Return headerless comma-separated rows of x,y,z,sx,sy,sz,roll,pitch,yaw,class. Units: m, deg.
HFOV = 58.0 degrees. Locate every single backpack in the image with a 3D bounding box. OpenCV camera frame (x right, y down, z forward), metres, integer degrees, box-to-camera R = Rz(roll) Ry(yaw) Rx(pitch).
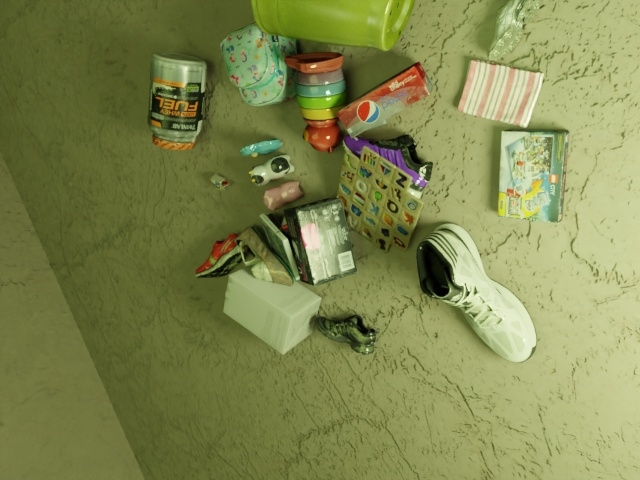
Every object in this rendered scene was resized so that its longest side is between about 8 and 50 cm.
-0.181,-0.555,1.827,0.225,0.191,0.253,-6,105,35,backpack

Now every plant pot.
0.061,-0.674,1.540,0.353,0.366,0.366,26,118,14,plant pot

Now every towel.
0.467,-0.386,1.512,0.197,0.029,0.144,23,117,28,towel

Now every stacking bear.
0.000,-0.411,1.756,0.175,0.164,0.288,-134,34,-56,stacking bear

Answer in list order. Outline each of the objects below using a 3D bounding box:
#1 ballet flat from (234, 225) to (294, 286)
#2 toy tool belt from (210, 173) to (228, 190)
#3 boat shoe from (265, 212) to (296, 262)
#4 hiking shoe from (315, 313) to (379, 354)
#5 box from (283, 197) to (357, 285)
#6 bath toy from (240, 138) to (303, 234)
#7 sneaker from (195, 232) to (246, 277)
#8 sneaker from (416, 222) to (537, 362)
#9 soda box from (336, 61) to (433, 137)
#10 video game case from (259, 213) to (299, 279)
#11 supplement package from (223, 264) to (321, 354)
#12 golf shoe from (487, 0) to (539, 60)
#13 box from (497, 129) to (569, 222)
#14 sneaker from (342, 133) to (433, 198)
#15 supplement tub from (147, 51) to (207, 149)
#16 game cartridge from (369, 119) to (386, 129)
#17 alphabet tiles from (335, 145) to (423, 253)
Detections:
-0.207,0.074,2.024,0.316,0.106,0.107,46,158,40,ballet flat
-0.370,-0.210,2.146,0.083,0.052,0.051,31,151,28,toy tool belt
-0.118,-0.005,2.015,0.227,0.069,0.081,57,164,11,boat shoe
0.093,0.292,1.957,0.227,0.086,0.114,23,103,22,hiking shoe
0.000,0.000,1.850,0.142,0.164,0.247,-169,65,-69,box
-0.146,-0.166,1.947,0.151,0.129,0.348,-25,89,37,bath toy
-0.385,0.061,2.220,0.279,0.107,0.118,-33,66,34,sneaker
0.400,0.175,1.583,0.169,0.258,0.447,-40,80,36,sneaker
0.182,-0.398,1.640,0.263,0.083,0.092,-25,105,28,soda box
-0.137,0.022,1.947,0.173,0.022,0.190,45,158,43,video game case
-0.175,0.227,2.048,0.293,0.175,0.177,31,126,24,supplement package
0.469,-0.542,1.455,0.086,0.069,0.176,55,126,34,golf shoe
0.552,-0.169,1.507,0.159,0.044,0.232,9,109,33,box
0.208,-0.259,1.698,0.293,0.102,0.146,37,115,17,sneaker
-0.515,-0.497,2.065,0.194,0.194,0.315,23,117,28,supplement tub
0.156,-0.367,1.744,0.083,0.017,0.055,-15,91,37,game cartridge
0.167,-0.114,1.731,0.285,0.011,0.342,37,146,20,alphabet tiles
